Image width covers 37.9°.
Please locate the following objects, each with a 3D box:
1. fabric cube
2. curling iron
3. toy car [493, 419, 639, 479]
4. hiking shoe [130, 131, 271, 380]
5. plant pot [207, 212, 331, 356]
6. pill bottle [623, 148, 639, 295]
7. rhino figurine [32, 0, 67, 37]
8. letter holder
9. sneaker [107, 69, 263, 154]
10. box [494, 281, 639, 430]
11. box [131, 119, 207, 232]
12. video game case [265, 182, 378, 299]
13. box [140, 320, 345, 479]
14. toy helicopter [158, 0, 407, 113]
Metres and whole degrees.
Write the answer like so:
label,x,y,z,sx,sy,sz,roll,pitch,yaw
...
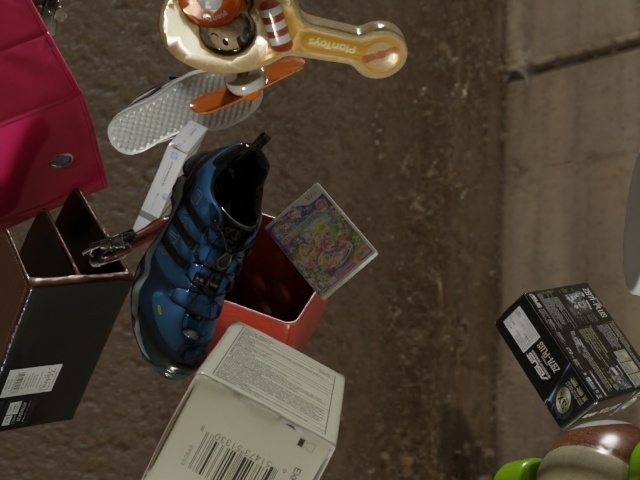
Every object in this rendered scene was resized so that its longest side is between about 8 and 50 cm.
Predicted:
label,x,y,z,sx,sy,sz,roll,pitch,yaw
fabric cube,-0.504,-0.186,1.409,0.258,0.254,0.259,-25,65,-17
curling iron,-0.205,-0.017,1.274,0.274,0.068,0.035,-24,100,-46
toy car,0.241,0.152,0.629,0.188,0.155,0.149,-39,93,-35
hiking shoe,-0.141,0.013,1.110,0.113,0.132,0.304,22,65,-29
plant pot,-0.127,0.125,1.759,0.267,0.267,0.236,-54,157,-49
pill bottle,0.522,-0.010,0.990,0.204,0.361,0.204,6,90,-81
rhino figurine,-0.567,-0.391,1.842,0.073,0.243,0.106,7,44,-33
letter holder,-0.419,0.092,1.337,0.152,0.302,0.214,-3,45,-41
sneaker,-0.261,-0.271,1.845,0.127,0.321,0.126,-75,147,-66
box,0.356,0.157,1.302,0.147,0.077,0.180,-7,55,-38
box,-0.260,-0.101,1.599,0.038,0.186,0.145,25,24,-3
video game case,0.000,0.000,1.127,0.122,0.087,0.011,50,2,24
box,-0.070,0.190,0.961,0.127,0.148,0.232,-62,180,8
toy helicopter,-0.052,-0.280,1.324,0.355,0.235,0.140,8,39,-13
